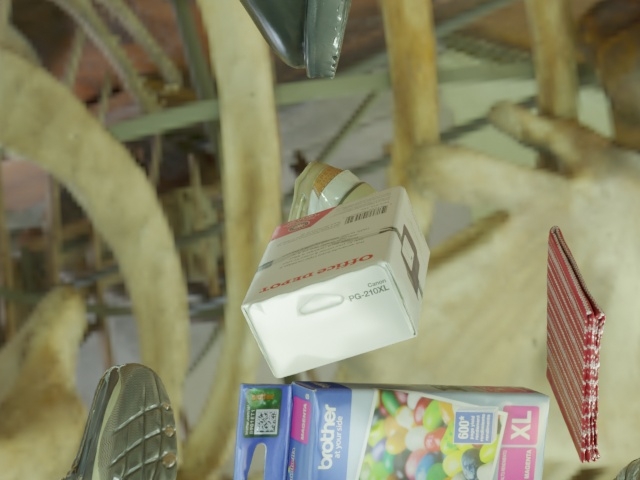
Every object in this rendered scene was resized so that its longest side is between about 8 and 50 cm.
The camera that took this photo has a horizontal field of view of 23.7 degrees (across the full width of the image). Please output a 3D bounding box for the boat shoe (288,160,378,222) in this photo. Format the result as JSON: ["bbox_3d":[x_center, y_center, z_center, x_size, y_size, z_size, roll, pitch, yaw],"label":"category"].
[{"bbox_3d":[0.000,0.000,2.166,0.113,0.103,0.302,-40,160,-37],"label":"boat shoe"}]

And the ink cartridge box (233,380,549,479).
[{"bbox_3d":[0.068,0.229,1.449,0.311,0.185,0.065,4,-178,-24],"label":"ink cartridge box"}]

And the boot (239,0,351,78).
[{"bbox_3d":[-0.188,-0.293,1.254,0.445,0.146,0.367,10,154,4],"label":"boot"}]

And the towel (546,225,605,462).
[{"bbox_3d":[0.343,0.144,2.073,0.031,0.199,0.275,-9,126,-5],"label":"towel"}]

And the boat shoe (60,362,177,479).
[{"bbox_3d":[-0.250,0.303,1.635,0.130,0.355,0.132,-2,159,28],"label":"boat shoe"}]

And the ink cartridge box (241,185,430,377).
[{"bbox_3d":[0.023,0.043,1.732,0.172,0.100,0.237,-18,-162,14],"label":"ink cartridge box"}]

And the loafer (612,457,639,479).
[{"bbox_3d":[0.404,0.324,1.798,0.112,0.111,0.319,34,-166,-5],"label":"loafer"}]
